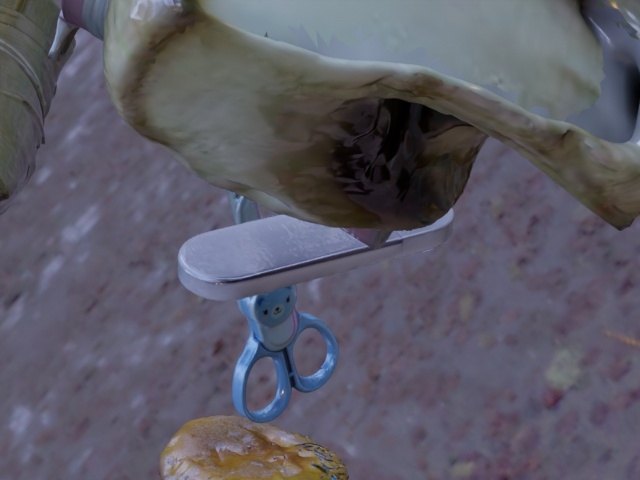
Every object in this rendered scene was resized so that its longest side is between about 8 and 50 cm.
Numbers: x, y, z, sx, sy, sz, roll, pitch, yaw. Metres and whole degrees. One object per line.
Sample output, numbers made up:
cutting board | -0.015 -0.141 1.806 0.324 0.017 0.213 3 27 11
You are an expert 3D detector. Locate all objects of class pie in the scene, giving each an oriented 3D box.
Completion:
pie | -0.084 0.300 1.848 0.273 0.273 0.069 -133 47 -61

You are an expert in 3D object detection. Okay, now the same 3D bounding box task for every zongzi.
zongzi | -0.384 -0.007 1.189 0.447 0.181 0.418 -49 28 19

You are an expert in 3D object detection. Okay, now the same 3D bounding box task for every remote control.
remote control | 0.000 0.000 1.139 0.244 0.022 0.077 -14 39 -26

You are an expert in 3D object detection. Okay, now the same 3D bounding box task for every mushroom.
mushroom | 0.036 -0.131 0.707 0.212 0.291 0.218 136 142 -60

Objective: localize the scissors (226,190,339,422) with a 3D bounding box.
scissors | -0.049 0.056 1.345 0.125 0.256 0.030 -31 38 -27

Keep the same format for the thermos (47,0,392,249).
thermos | -0.041 -0.116 0.925 0.146 0.265 0.176 -57 -9 -23
